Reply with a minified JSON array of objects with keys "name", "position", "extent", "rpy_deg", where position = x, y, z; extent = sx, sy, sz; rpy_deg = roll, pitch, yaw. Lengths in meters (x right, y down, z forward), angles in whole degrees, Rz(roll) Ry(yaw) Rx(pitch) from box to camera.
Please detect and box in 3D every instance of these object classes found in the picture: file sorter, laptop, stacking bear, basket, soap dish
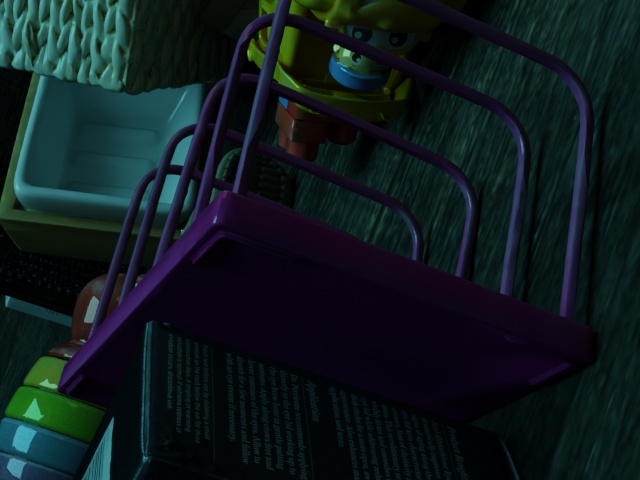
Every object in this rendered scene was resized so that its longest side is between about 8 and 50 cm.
[{"name":"file sorter","position":[0.000,0.000,0.786],"extent":[0.290,0.202,0.182],"rpy_deg":[-41,32,57]},{"name":"laptop","position":[-0.309,0.018,1.627],"extent":[0.136,0.234,0.264],"rpy_deg":[-51,25,43]},{"name":"stacking bear","position":[-0.236,0.172,1.396],"extent":[0.175,0.164,0.289],"rpy_deg":[-21,47,67]},{"name":"basket","position":[-0.234,-0.346,1.473],"extent":[0.328,0.266,0.331],"rpy_deg":[-26,-52,-68]},{"name":"soap dish","position":[-0.249,-0.096,1.615],"extent":[0.291,0.229,0.118],"rpy_deg":[-89,9,-45]}]

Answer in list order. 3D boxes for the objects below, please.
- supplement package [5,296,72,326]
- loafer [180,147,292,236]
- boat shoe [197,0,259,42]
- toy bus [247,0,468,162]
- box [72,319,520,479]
[{"name":"supplement package","position":[-0.355,-0.011,1.951],"extent":[0.134,0.139,0.244],"rpy_deg":[-136,66,-72]},{"name":"loafer","position":[-0.093,0.043,1.197],"extent":[0.092,0.102,0.268],"rpy_deg":[-47,19,54]},{"name":"boat shoe","position":[-0.031,-0.373,1.417],"extent":[0.341,0.110,0.121],"rpy_deg":[-71,18,-2]},{"name":"toy bus","position":[0.017,-0.156,1.023],"extent":[0.220,0.149,0.211],"rpy_deg":[-131,49,-67]},{"name":"box","position":[-0.020,0.155,0.669],"extent":[0.153,0.207,0.108],"rpy_deg":[-60,20,26]}]
